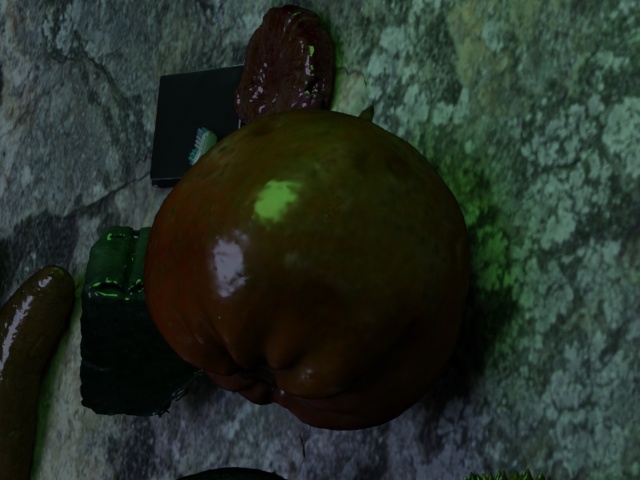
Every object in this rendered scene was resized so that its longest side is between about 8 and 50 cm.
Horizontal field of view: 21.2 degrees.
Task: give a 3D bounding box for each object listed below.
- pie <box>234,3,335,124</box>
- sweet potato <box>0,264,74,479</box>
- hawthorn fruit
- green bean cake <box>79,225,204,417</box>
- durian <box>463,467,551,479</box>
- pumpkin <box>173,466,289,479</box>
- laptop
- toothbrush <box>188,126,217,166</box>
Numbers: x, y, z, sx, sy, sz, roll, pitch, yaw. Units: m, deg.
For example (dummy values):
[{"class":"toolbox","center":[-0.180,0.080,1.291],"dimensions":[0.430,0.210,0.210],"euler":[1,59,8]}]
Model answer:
[{"class":"pie","center":[-0.038,-0.163,1.717],"dimensions":[0.153,0.038,0.153],"euler":[-13,74,53]},{"class":"sweet potato","center":[-0.377,0.181,2.056],"dimensions":[0.114,0.092,0.341],"euler":[22,102,36]},{"class":"hawthorn fruit","center":[0.000,0.000,1.458],"dimensions":[0.277,0.277,0.298],"euler":[-14,46,52]},{"class":"green bean cake","center":[-0.146,0.088,1.734],"dimensions":[0.107,0.194,0.208],"euler":[-94,10,-47]},{"class":"durian","center":[0.146,0.301,1.230],"dimensions":[0.291,0.225,0.291],"euler":[-158,90,-88]},{"class":"pumpkin","center":[-0.102,0.326,1.512],"dimensions":[0.293,0.263,0.197],"euler":[-58,38,23]},{"class":"laptop","center":[-0.131,-0.123,1.855],"dimensions":[0.180,0.016,0.129],"euler":[1,83,53]},{"class":"toothbrush","center":[-0.158,0.025,1.835],"dimensions":[0.030,0.030,0.303],"euler":[32,111,52]}]
